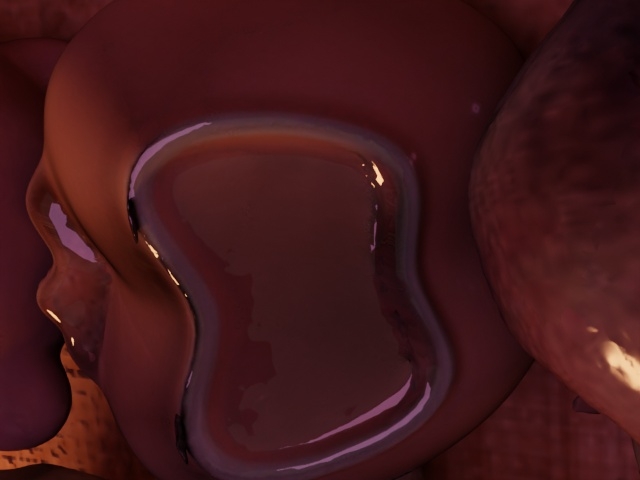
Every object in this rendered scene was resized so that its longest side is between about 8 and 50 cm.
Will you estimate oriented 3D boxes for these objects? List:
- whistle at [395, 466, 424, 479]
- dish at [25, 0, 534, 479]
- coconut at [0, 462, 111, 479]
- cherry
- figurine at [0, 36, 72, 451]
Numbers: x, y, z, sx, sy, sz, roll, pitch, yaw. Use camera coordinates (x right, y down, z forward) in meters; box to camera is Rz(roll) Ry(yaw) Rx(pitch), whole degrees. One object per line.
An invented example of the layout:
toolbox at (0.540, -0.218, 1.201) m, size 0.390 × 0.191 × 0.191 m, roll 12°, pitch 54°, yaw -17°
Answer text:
whistle at (0.000, 0.000, 0.747) m, size 0.107 × 0.057 × 0.220 m, roll -12°, pitch 103°, yaw 14°
dish at (-0.012, 0.009, 0.671) m, size 0.213 × 0.090 × 0.213 m, roll 0°, pitch 108°, yaw -1°
coconut at (-0.086, 0.236, 0.718) m, size 0.323 × 0.323 × 0.323 m, roll 7°, pitch 106°, yaw 24°
cherry at (0.158, -0.003, 0.598) m, size 0.213 × 0.183 × 0.266 m, roll 42°, pitch 96°, yaw -10°
figurine at (-0.170, -0.008, 0.764) m, size 0.173 × 0.173 × 0.173 m, roll 7°, pitch 106°, yaw 24°
